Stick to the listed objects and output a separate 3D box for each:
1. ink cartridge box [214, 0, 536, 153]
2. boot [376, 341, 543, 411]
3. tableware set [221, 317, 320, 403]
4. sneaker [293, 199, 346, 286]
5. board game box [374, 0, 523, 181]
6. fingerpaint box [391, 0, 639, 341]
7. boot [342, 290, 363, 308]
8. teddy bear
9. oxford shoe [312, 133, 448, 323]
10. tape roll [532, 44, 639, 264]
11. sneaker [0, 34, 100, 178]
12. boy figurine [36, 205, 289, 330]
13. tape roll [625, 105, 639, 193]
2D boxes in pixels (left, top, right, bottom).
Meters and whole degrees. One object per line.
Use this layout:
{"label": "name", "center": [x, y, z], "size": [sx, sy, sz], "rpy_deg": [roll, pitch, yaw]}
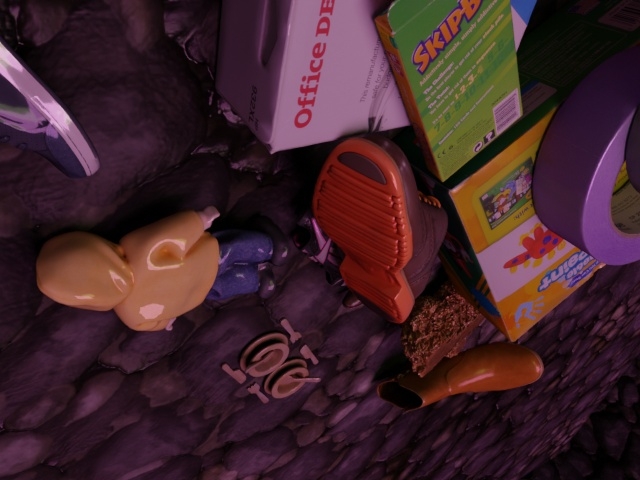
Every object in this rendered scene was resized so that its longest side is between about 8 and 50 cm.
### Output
{"label": "ink cartridge box", "center": [0.065, -0.235, 0.614], "size": [0.308, 0.129, 0.223], "rpy_deg": [-16, 138, -31]}
{"label": "boot", "center": [0.275, 0.287, 1.249], "size": [0.211, 0.104, 0.295], "rpy_deg": [-17, -178, -44]}
{"label": "tableware set", "center": [-0.068, 0.218, 1.031], "size": [0.128, 0.039, 0.194], "rpy_deg": [-37, 143, -6]}
{"label": "sneaker", "center": [0.000, 0.000, 0.864], "size": [0.077, 0.072, 0.178], "rpy_deg": [-15, 136, -6]}
{"label": "board game box", "center": [0.135, -0.171, 0.606], "size": [0.124, 0.039, 0.259], "rpy_deg": [-40, 148, -2]}
{"label": "fingerpaint box", "center": [0.367, -0.119, 0.936], "size": [0.445, 0.163, 0.371], "rpy_deg": [-39, 132, -4]}
{"label": "boot", "center": [0.072, 0.046, 0.986], "size": [0.106, 0.037, 0.114], "rpy_deg": [-40, 149, -24]}
{"label": "teddy bear", "center": [0.272, 0.120, 1.205], "size": [0.338, 0.113, 0.245], "rpy_deg": [-39, 150, -16]}
{"label": "oxford shoe", "center": [0.085, -0.028, 0.755], "size": [0.132, 0.130, 0.363], "rpy_deg": [-50, 157, -17]}
{"label": "tape roll", "center": [0.413, -0.106, 0.803], "size": [0.275, 0.090, 0.274], "rpy_deg": [-16, 127, -22]}
{"label": "sneaker", "center": [-0.291, -0.092, 0.463], "size": [0.163, 0.086, 0.226], "rpy_deg": [-46, 135, -12]}
{"label": "boy figurine", "center": [-0.178, 0.038, 0.708], "size": [0.285, 0.092, 0.177], "rpy_deg": [-6, 131, -38]}
{"label": "tape roll", "center": [0.460, -0.134, 0.707], "size": [0.219, 0.072, 0.219], "rpy_deg": [-15, 125, -22]}
